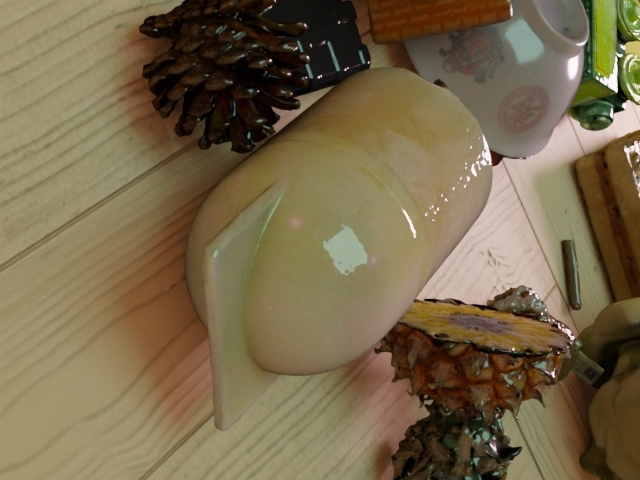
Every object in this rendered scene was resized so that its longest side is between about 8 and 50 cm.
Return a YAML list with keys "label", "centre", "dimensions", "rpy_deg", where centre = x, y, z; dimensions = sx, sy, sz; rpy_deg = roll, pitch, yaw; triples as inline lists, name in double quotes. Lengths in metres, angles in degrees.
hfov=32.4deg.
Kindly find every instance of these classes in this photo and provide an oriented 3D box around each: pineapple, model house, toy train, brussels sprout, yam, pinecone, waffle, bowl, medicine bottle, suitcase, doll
- label: "pineapple"
  centre: [0.160, 0.224, 1.330]
  dimensions: [0.262, 0.262, 0.271]
  rpy_deg: [-1, 103, -48]
- label: "model house"
  centre: [0.149, -0.393, 1.399]
  dimensions: [0.237, 0.202, 0.237]
  rpy_deg: [77, 6, -77]
- label: "toy train"
  centre: [0.438, -0.319, 1.810]
  dimensions: [0.188, 0.159, 0.271]
  rpy_deg: [21, 66, -39]
- label: "brussels sprout"
  centre: [0.614, 0.265, 1.672]
  dimensions: [0.361, 0.342, 0.425]
  rpy_deg: [-12, 95, -35]
- label: "yam"
  centre: [0.404, 0.055, 1.765]
  dimensions: [0.021, 0.021, 0.116]
  rpy_deg: [10, 70, -47]
- label: "pinecone"
  centre: [-0.098, -0.183, 1.154]
  dimensions: [0.150, 0.179, 0.195]
  rpy_deg: [51, 28, -59]
- label: "waffle"
  centre: [0.584, -0.006, 1.913]
  dimensions: [0.261, 0.114, 0.376]
  rpy_deg: [-23, 97, -48]
- label: "bowl"
  centre: [0.279, -0.302, 1.576]
  dimensions: [0.345, 0.157, 0.345]
  rpy_deg: [25, 50, -34]
- label: "medicine bottle"
  centre: [0.000, 0.000, 1.161]
  dimensions: [0.406, 0.236, 0.235]
  rpy_deg: [-45, 113, -45]
- label: "suitcase"
  centre: [-0.053, -0.315, 1.322]
  dimensions: [0.206, 0.066, 0.285]
  rpy_deg: [-25, 99, -49]
- label: "doll"
  centre: [0.310, 0.145, 1.569]
  dimensions: [0.221, 0.105, 0.115]
  rpy_deg: [33, 93, -39]

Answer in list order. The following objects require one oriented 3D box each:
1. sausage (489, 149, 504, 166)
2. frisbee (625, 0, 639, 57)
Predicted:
- label: "sausage"
  centre: [0.251, -0.146, 1.623]
  dimensions: [0.054, 0.059, 0.094]
  rpy_deg: [29, 44, 13]
- label: "frisbee"
  centre: [0.567, -0.411, 2.083]
  dimensions: [0.236, 0.017, 0.236]
  rpy_deg: [16, 68, -45]
